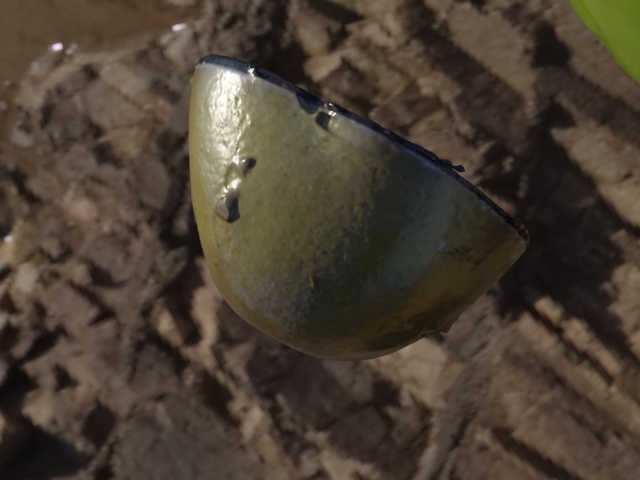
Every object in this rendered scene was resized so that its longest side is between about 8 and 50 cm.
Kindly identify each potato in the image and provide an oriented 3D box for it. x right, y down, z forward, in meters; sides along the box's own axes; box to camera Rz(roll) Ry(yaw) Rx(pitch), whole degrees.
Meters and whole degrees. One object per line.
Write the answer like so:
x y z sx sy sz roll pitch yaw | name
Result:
0.000 0.000 0.901 0.182 0.202 0.117 23 81 48 | potato

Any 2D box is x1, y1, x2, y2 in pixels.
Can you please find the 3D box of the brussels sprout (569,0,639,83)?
0.109 -0.123 0.331 0.161 0.223 0.223 -23 92 25 | brussels sprout
